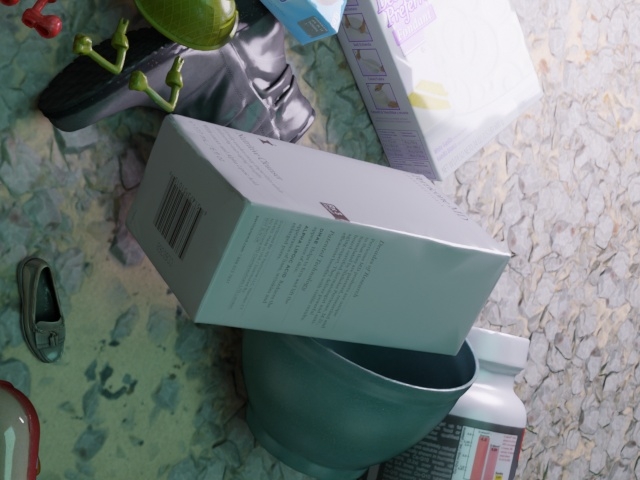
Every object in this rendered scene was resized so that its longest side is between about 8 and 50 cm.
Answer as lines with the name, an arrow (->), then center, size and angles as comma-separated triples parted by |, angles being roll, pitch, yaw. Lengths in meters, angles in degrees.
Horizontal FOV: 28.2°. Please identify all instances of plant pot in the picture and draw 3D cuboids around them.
plant pot -> 0.022, 0.172, 1.577 | 0.293, 0.293, 0.196 | 8, 117, -41

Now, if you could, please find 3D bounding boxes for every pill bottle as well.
pill bottle -> 0.164, 0.293, 1.732 | 0.210, 0.210, 0.363 | 15, 87, -41

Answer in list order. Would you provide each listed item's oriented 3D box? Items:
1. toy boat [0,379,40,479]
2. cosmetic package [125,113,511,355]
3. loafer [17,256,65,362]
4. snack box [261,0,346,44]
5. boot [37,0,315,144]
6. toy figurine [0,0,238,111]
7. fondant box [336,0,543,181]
toy boat -> -0.354, 0.254, 1.356 | 0.151, 0.151, 0.231 | -4, 100, -69
cosmetic package -> 0.000, 0.000, 1.461 | 0.385, 0.217, 0.156 | 8, 116, -38
loafer -> -0.307, 0.080, 1.414 | 0.045, 0.039, 0.125 | -20, 109, -38
snack box -> -0.019, -0.413, 1.511 | 0.187, 0.060, 0.322 | 42, 49, -36
boot -> -0.146, -0.148, 1.477 | 0.338, 0.118, 0.222 | -33, 122, -28
toy figurine -> -0.207, -0.320, 1.247 | 0.362, 0.217, 0.191 | 36, 56, -16
fondant box -> 0.151, -0.279, 1.718 | 0.238, 0.096, 0.330 | -40, 118, -29
